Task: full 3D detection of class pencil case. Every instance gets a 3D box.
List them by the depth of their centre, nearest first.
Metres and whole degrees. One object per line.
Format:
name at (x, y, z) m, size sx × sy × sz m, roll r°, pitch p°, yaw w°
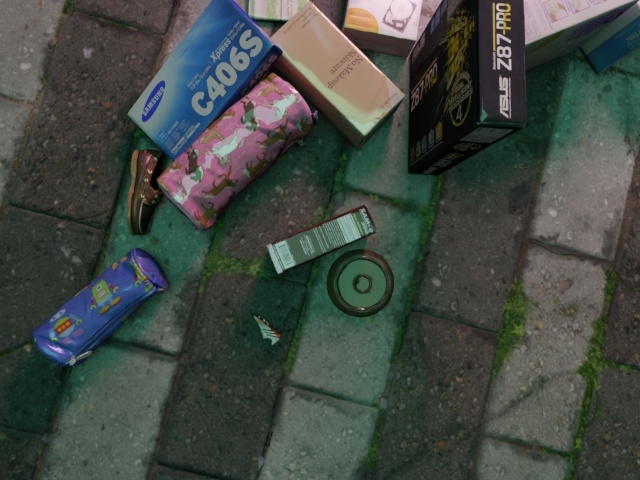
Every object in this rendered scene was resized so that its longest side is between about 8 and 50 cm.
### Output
pencil case at (-0.487, 0.154, 0.971) m, size 0.306 × 0.119 × 0.133 m, roll -41°, pitch 61°, yaw -4°
pencil case at (-0.188, -0.198, 0.990) m, size 0.386 × 0.160 × 0.167 m, roll -43°, pitch 93°, yaw -5°

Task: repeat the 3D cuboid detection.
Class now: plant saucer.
plant saucer at (0.100, 0.104, 1.057) m, size 0.168 × 0.029 × 0.168 m, roll 0°, pitch 86°, yaw -3°

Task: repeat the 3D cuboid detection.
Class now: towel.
towel at (-0.103, -0.605, 1.089) m, size 0.152 × 0.023 × 0.113 m, roll 1°, pitch 89°, yaw -6°

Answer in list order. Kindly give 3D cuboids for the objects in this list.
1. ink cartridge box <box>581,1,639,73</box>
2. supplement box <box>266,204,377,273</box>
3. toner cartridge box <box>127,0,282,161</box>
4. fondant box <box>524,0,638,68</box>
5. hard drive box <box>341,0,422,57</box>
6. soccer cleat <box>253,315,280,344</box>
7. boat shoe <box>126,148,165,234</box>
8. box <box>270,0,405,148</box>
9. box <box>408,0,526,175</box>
ink cartridge box at (0.737, -0.605, 1.047) m, size 0.198 × 0.197 × 0.270 m, roll -33°, pitch 89°, yaw -5°
supplement box at (0.000, 0.000, 1.005) m, size 0.239 × 0.130 × 0.073 m, roll -22°, pitch 88°, yaw -5°
toner cartridge box at (-0.264, -0.355, 0.979) m, size 0.165 × 0.075 × 0.348 m, roll 45°, pitch 106°, yaw 1°
fondant box at (0.503, -0.477, 1.006) m, size 0.330 × 0.238 × 0.096 m, roll -24°, pitch 88°, yaw -4°
hard drive box at (0.155, -0.596, 1.067) m, size 0.181 × 0.089 × 0.232 m, roll 8°, pitch 86°, yaw -3°
soccer cleat at (-0.133, 0.214, 1.037) m, size 0.083 × 0.029 × 0.035 m, roll 43°, pitch 81°, yaw -5°
boat shoe at (-0.406, -0.114, 1.015) m, size 0.073 × 0.073 × 0.207 m, roll 3°, pitch 87°, yaw -1°
box at (0.035, -0.385, 1.031) m, size 0.311 × 0.121 × 0.148 m, roll 43°, pitch 87°, yaw 0°
box at (0.284, -0.332, 0.907) m, size 0.097 × 0.395 × 0.318 m, roll 3°, pitch 87°, yaw -5°
